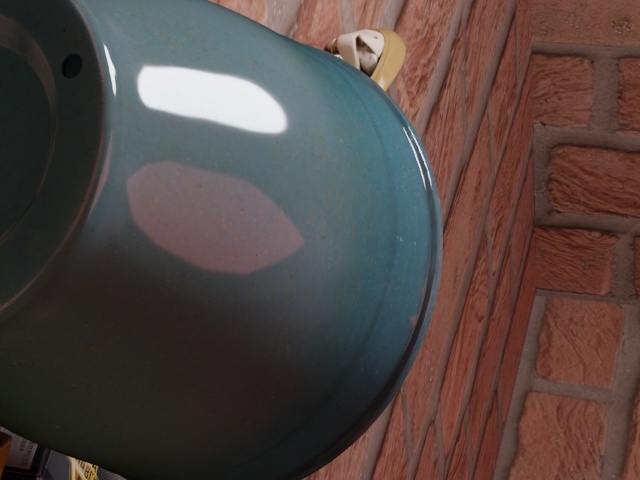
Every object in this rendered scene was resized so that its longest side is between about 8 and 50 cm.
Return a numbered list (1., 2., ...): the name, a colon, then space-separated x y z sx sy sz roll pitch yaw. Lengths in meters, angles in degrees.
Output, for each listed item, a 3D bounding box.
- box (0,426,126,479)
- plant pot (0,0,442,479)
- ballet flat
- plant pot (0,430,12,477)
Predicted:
1. box: -0.153 0.132 1.074 0.220 0.051 0.175 75 25 -52
2. plant pot: -0.111 -0.017 0.813 0.255 0.272 0.271 28 67 -59
3. ballet flat: 0.034 -0.172 1.635 0.232 0.080 0.073 -70 144 -48
4. plant pot: -0.214 0.138 0.800 0.081 0.081 0.083 -46 152 -67
